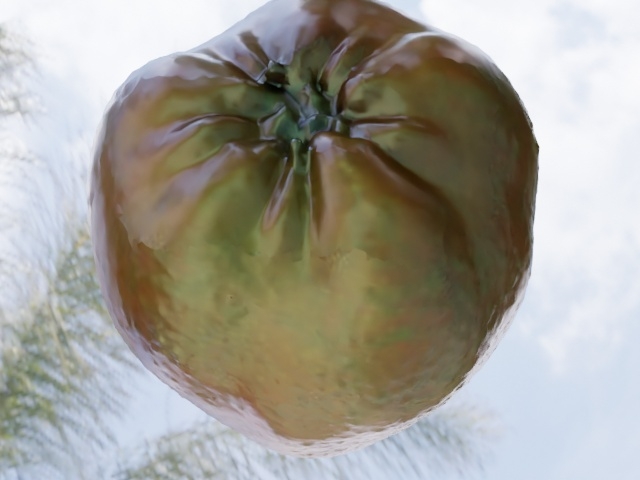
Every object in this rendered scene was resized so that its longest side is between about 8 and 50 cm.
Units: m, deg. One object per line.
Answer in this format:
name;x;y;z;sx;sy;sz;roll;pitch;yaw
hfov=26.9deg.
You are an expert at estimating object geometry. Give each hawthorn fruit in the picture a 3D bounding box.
hawthorn fruit;0.000;0.000;0.522;0.189;0.189;0.189;-14;-50;-17
